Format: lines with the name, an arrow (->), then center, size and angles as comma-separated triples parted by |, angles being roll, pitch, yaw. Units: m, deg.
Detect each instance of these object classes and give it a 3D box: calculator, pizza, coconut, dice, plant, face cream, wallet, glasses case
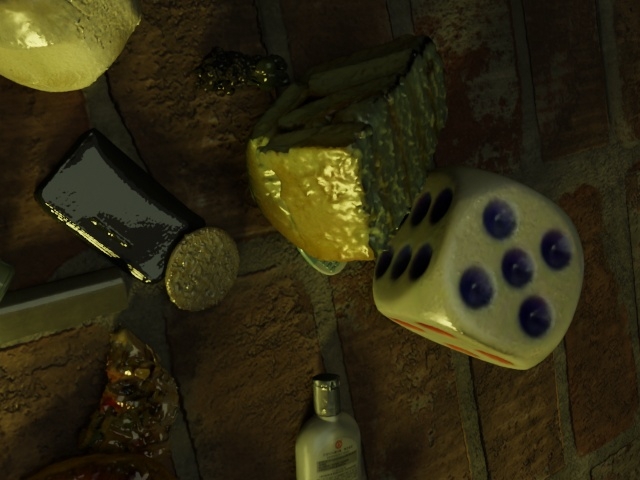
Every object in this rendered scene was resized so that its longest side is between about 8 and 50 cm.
calculator -> 0.000, 0.000, 1.244 | 0.153, 0.021, 0.095 | 49, 66, -26
pizza -> -0.286, 0.257, 1.038 | 0.147, 0.069, 0.226 | 20, 81, -31
coconut -> -0.358, -0.325, 0.861 | 0.245, 0.247, 0.245 | 0, 84, -2
dice -> 0.296, 0.051, 1.262 | 0.304, 0.277, 0.304 | 26, 80, -18
plant -> -0.130, -0.287, 1.115 | 0.174, 0.087, 0.085 | -8, 126, -28
face cream -> 0.015, 0.399, 1.242 | 0.144, 0.071, 0.291 | -7, 97, -34
wallet -> -0.304, -0.043, 1.027 | 0.250, 0.044, 0.149 | 45, 72, -27
glasses case -> -0.386, 0.095, 0.981 | 0.190, 0.042, 0.072 | -15, 109, -32

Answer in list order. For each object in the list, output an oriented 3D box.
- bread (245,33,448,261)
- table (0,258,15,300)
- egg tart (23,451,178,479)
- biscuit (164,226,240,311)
bread -> 0.038, -0.174, 1.119 | 0.395, 0.264, 0.239 | -60, 141, -38
table -> -0.521, 0.028, 0.835 | 0.220, 0.126, 0.126 | 40, 71, -27
egg tart -> -0.317, 0.479, 0.918 | 0.153, 0.339, 0.351 | 77, 19, -59
biscuit -> -0.194, 0.048, 1.095 | 0.152, 0.020, 0.152 | -23, 124, -39
